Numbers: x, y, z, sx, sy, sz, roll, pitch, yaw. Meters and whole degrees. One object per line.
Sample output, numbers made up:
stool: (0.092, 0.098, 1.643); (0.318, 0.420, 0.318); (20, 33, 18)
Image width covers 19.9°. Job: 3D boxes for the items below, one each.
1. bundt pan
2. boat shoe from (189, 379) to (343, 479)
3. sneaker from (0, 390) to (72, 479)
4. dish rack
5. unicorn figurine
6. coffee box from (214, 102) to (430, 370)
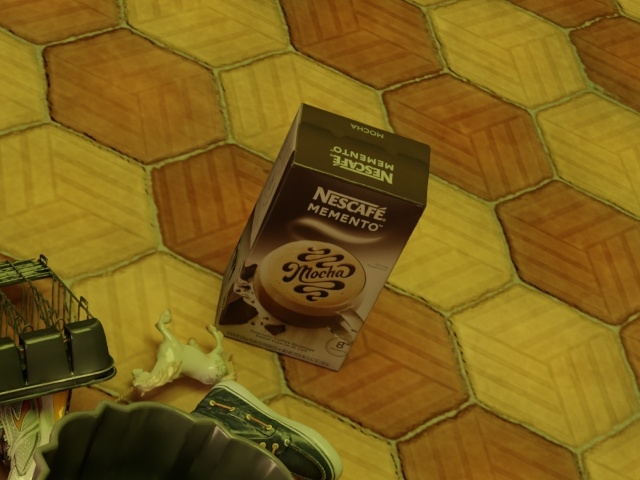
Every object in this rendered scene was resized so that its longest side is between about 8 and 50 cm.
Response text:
bundt pan: (-0.144, 0.307, 1.747); (0.331, 0.124, 0.331); (23, 29, -14)
boat shoe: (-0.068, 0.237, 2.077); (0.183, 0.065, 0.083); (31, 42, 16)
sneaker: (-0.324, 0.216, 1.959); (0.092, 0.088, 0.225); (11, 34, -9)
dish rack: (-0.363, 0.094, 2.018); (0.208, 0.074, 0.271); (-11, 22, -23)
unicorn figurine: (-0.165, 0.138, 2.128); (0.162, 0.060, 0.111); (7, 44, -21)
coffee box: (0.000, 0.000, 2.176); (0.168, 0.297, 0.119); (18, 41, -9)
